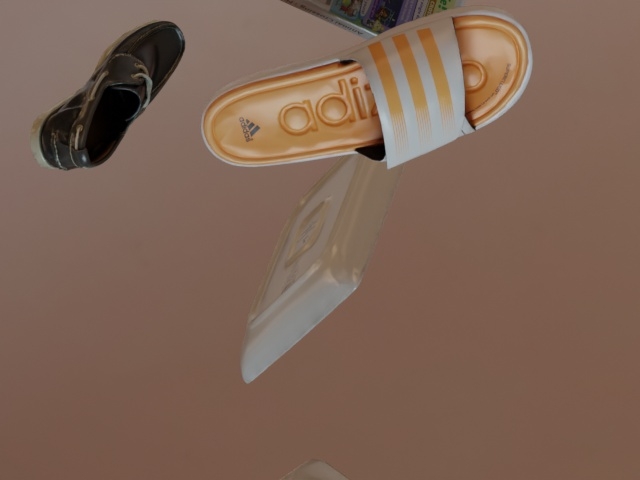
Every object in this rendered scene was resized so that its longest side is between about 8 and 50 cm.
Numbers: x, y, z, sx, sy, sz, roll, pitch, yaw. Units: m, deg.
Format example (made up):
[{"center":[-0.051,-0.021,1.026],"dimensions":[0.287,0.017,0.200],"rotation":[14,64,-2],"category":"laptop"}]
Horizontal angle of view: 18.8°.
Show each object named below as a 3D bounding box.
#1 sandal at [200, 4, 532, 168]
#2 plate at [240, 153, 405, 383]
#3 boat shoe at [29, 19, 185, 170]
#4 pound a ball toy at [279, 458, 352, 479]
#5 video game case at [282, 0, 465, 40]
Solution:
[{"center":[0.036,-0.097,1.471],"dimensions":[0.265,0.102,0.076],"rotation":[-16,-155,10],"category":"sandal"},{"center":[0.000,0.000,2.219],"dimensions":[0.277,0.045,0.278],"rotation":[-43,-159,49],"category":"plate"},{"center":[-0.208,-0.154,2.054],"dimensions":[0.079,0.084,0.233],"rotation":[3,-140,40],"category":"boat shoe"},{"center":[-0.043,0.420,2.355],"dimensions":[0.135,0.208,0.319],"rotation":[34,-133,30],"category":"pound a ball toy"},{"center":[0.046,-0.273,1.584],"dimensions":[0.023,0.193,0.212],"rotation":[-15,-126,68],"category":"video game case"}]
